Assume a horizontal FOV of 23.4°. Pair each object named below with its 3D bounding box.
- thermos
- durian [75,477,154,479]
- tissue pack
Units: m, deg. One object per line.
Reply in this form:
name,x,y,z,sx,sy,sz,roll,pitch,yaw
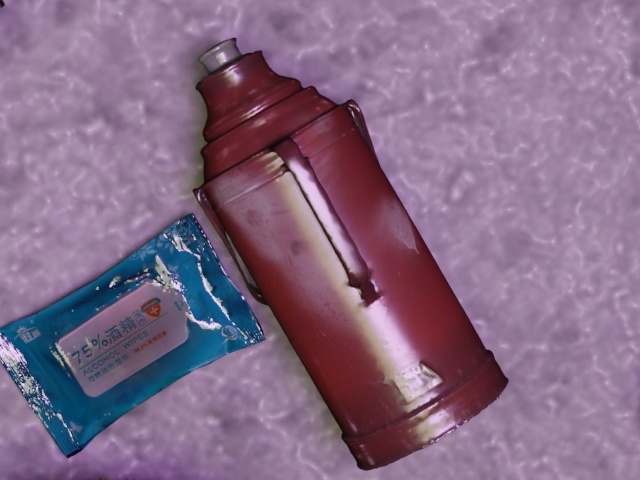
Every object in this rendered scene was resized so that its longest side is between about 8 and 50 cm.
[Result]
thermos,0.003,-0.002,0.811,0.099,0.124,0.232,-30,95,-4
durian,-0.093,0.188,0.852,0.220,0.095,0.137,10,135,-9
tissue pack,-0.107,0.054,0.857,0.138,0.028,0.085,-31,99,5
